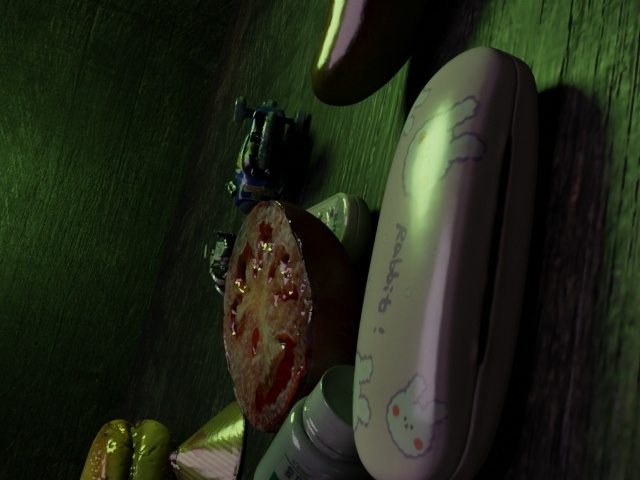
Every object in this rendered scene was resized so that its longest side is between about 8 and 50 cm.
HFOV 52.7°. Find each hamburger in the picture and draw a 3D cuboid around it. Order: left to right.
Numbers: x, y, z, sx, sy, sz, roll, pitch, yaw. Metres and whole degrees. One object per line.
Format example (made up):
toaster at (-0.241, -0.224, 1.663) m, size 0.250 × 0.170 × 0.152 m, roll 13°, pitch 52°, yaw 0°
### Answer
hamburger at (-0.374, 0.482, 1.208) m, size 0.290 × 0.170 × 0.314 m, roll -47°, pitch 30°, yaw 49°

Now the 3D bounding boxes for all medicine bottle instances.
medicine bottle at (0.004, 0.166, 0.512) m, size 0.080 × 0.080 × 0.130 m, roll -98°, pitch 30°, yaw -53°

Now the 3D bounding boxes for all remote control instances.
remote control at (0.000, 0.000, 0.737) m, size 0.221 × 0.042 × 0.078 m, roll 157°, pitch 120°, yaw -68°

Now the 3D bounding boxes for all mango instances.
mango at (0.067, -0.261, 0.658) m, size 0.133 × 0.111 × 0.267 m, roll 42°, pitch 114°, yaw 53°

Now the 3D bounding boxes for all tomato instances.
tomato at (-0.026, 0.070, 0.632) m, size 0.225 × 0.085 × 0.225 m, roll 180°, pitch 90°, yaw -64°

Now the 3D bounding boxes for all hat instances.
hat at (-0.174, 0.313, 0.912) m, size 0.193 × 0.082 × 0.193 m, roll -164°, pitch 90°, yaw -73°

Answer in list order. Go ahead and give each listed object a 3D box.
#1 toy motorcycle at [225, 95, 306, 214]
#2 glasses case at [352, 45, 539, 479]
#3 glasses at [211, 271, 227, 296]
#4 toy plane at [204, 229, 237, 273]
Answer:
toy motorcycle at (-0.093, -0.136, 1.037) m, size 0.315 × 0.113 × 0.168 m, roll -104°, pitch 25°, yaw -74°
glasses case at (0.082, 0.012, 0.429) m, size 0.113 × 0.075 × 0.296 m, roll 156°, pitch 128°, yaw -65°
glasses at (-0.131, 0.049, 1.112) m, size 0.104 × 0.062 × 0.140 m, roll -50°, pitch 19°, yaw 0°
toy plane at (-0.195, 0.024, 1.285) m, size 0.197 × 0.053 × 0.078 m, roll 168°, pitch 109°, yaw -65°
